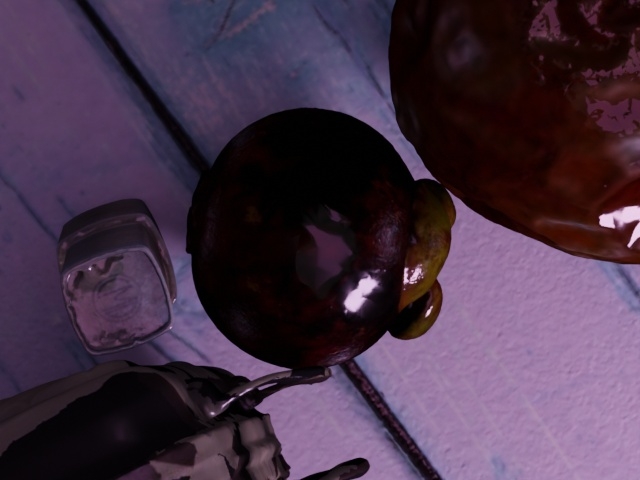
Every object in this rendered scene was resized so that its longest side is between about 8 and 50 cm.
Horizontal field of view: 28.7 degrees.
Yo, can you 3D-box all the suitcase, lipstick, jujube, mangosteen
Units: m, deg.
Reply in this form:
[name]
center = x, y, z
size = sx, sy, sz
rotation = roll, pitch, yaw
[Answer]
[suitcase]
center = -0.137, 0.177, 0.839
size = 0.339, 0.351, 0.194
rotation = -26, 83, 3
[lipstick]
center = -0.142, 0.023, 0.877
size = 0.077, 0.253, 0.079
rotation = -20, 100, -8
[jujube]
center = 0.240, -0.119, 0.921
size = 0.377, 0.276, 0.276
rotation = -1, 95, -13
[mangosteen]
center = 0.000, 0.000, 0.929
size = 0.210, 0.210, 0.210
rotation = -1, 95, -10
